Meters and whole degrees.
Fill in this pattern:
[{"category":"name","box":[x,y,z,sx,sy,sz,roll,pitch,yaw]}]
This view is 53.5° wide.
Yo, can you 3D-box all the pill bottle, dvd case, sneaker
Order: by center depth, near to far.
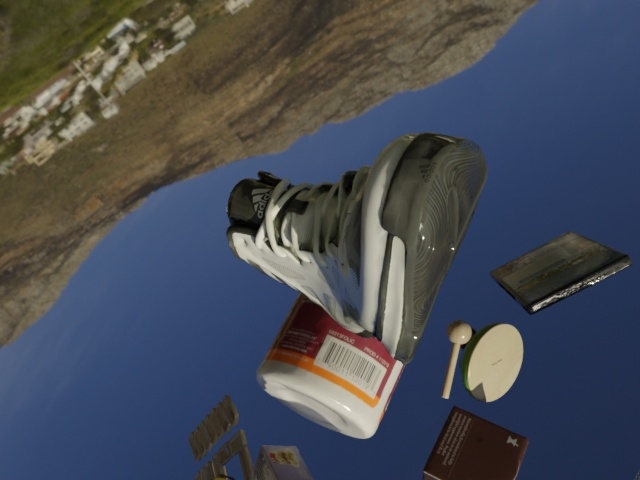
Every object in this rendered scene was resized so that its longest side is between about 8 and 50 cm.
[{"category":"sneaker","box":[0.000,0.001,0.638,0.258,0.447,0.169,23,-105,10]},{"category":"pill bottle","box":[0.071,0.123,1.127,0.224,0.224,0.392,2,-126,45]},{"category":"dvd case","box":[0.414,0.051,1.130,0.181,0.022,0.253,-28,-172,6]}]

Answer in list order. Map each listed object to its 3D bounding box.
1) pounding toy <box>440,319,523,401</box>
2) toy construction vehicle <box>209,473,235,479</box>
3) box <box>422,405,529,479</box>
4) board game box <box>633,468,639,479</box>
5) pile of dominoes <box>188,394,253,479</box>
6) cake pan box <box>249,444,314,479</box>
[{"category":"pounding toy","box":[0.338,0.258,1.428,0.110,0.237,0.182,18,-84,54]},{"category":"toy construction vehicle","box":[-0.132,0.372,0.899,0.098,0.035,0.086,2,-174,30]},{"category":"box","box":[0.321,0.494,1.342,0.167,0.203,0.168,21,-126,24]},{"category":"board game box","box":[0.538,0.312,0.898,0.317,0.046,0.213,-24,155,-45]},{"category":"pile of dominoes","box":[-0.171,0.407,1.162,0.251,0.040,0.195,-51,-133,43]},{"category":"cake pan box","box":[-0.057,0.466,0.893,0.267,0.070,0.245,39,-66,64]}]
